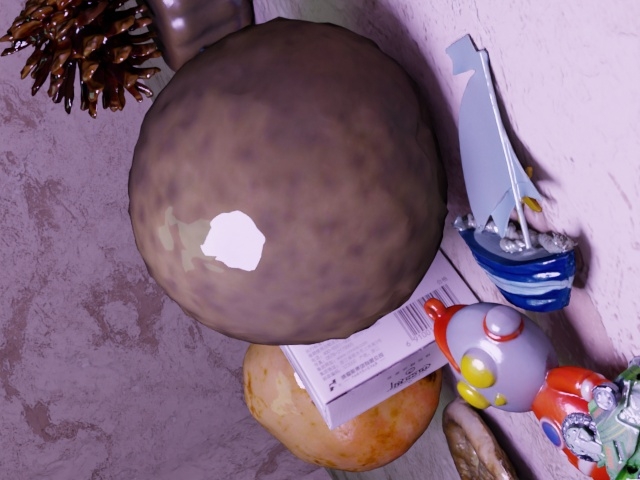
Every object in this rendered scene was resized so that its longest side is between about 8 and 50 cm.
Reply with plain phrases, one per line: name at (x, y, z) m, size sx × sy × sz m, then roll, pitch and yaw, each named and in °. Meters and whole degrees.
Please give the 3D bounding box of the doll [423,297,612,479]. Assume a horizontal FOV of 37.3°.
doll at (0.240, 0.166, 1.032) m, size 0.336 × 0.105 × 0.200 m, roll 40°, pitch 157°, yaw 25°

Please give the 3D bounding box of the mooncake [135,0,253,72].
mooncake at (-0.239, -0.448, 1.645) m, size 0.290 × 0.161 × 0.290 m, roll 59°, pitch 167°, yaw 23°

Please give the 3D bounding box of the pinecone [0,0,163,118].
pinecone at (-0.384, -0.323, 1.567) m, size 0.264 × 0.264 × 0.264 m, roll 57°, pitch 166°, yaw 22°

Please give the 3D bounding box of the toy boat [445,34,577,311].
toy boat at (0.179, -0.070, 0.996) m, size 0.291 × 0.067 × 0.220 m, roll 69°, pitch 167°, yaw -14°

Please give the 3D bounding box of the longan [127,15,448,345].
longan at (-0.034, -0.066, 1.141) m, size 0.391 × 0.391 × 0.391 m, roll 57°, pitch 166°, yaw 22°

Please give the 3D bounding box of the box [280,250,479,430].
box at (0.073, 0.111, 1.330) m, size 0.194 × 0.260 × 0.111 m, roll 57°, pitch 170°, yaw 30°

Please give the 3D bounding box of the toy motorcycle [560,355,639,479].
toy motorcycle at (0.297, 0.169, 0.867) m, size 0.106 × 0.074 × 0.190 m, roll 51°, pitch 139°, yaw 19°

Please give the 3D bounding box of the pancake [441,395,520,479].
pancake at (0.290, 0.412, 1.518) m, size 0.356 × 0.065 × 0.356 m, roll 156°, pitch 90°, yaw -83°

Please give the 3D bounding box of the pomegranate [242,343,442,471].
pomegranate at (0.039, 0.218, 1.587) m, size 0.342 × 0.342 × 0.342 m, roll 57°, pitch 166°, yaw 22°

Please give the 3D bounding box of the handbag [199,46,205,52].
handbag at (-0.105, -0.229, 1.576) m, size 0.229 × 0.062 × 0.179 m, roll 21°, pitch 146°, yaw 25°
